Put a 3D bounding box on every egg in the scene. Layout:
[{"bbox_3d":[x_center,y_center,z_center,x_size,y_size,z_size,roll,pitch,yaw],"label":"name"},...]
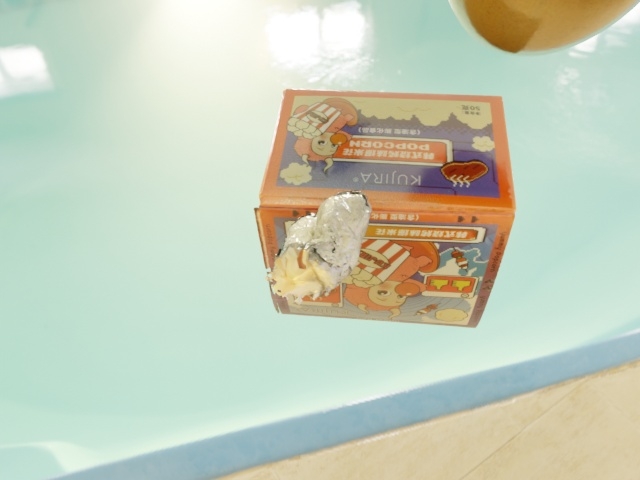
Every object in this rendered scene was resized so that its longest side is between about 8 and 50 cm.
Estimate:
[{"bbox_3d":[0.255,-0.341,0.635,0.251,0.322,0.249,2,67,-5],"label":"egg"}]

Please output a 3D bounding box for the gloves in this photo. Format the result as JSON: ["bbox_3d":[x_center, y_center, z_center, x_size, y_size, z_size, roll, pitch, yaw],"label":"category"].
[{"bbox_3d":[0.003,0.002,0.690,0.114,0.070,0.153,-25,30,40],"label":"gloves"}]

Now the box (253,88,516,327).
[{"bbox_3d":[0.101,-0.040,0.947,0.349,0.318,0.256,4,53,5],"label":"box"}]
